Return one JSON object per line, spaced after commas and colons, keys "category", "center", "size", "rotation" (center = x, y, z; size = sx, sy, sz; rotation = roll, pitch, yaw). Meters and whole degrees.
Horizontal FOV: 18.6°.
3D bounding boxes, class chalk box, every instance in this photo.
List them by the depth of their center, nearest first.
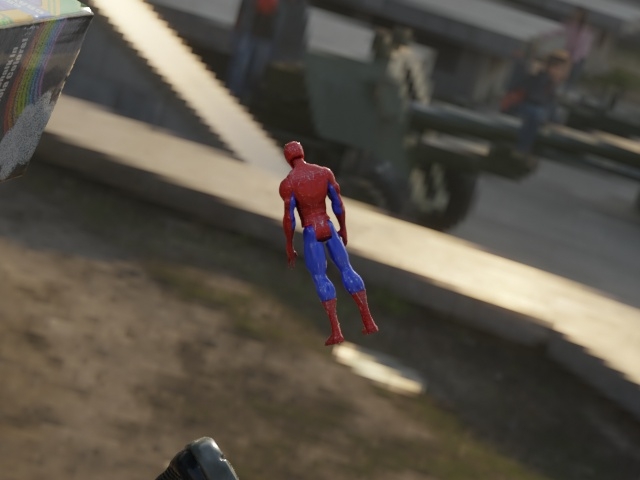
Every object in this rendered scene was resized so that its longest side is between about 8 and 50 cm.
{"category": "chalk box", "center": [-0.258, -0.110, 1.206], "size": [0.132, 0.132, 0.213], "rotation": [30, 16, 11]}

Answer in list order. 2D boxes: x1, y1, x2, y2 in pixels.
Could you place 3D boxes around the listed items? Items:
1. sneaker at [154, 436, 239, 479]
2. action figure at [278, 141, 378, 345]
{"category": "sneaker", "center": [-0.112, 0.205, 1.307], "size": [0.130, 0.087, 0.227], "rotation": [-24, -13, -20]}
{"category": "action figure", "center": [0.000, 0.000, 1.090], "size": [0.038, 0.115, 0.030], "rotation": [-15, -2, -15]}
